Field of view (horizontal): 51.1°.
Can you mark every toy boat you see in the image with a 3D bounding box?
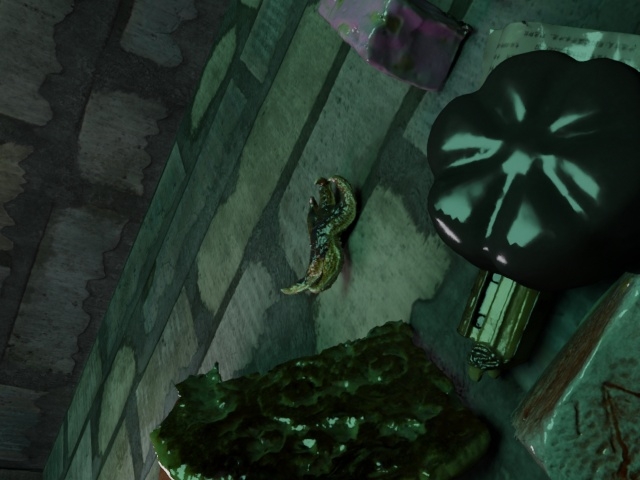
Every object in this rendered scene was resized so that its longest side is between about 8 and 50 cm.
[{"bbox_3d":[0.215,0.050,0.750,0.088,0.068,0.226,24,100,42],"label":"toy boat"}]

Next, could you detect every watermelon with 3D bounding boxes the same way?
[{"bbox_3d":[0.235,0.138,0.542,0.213,0.201,0.262,-59,26,9],"label":"watermelon"}]

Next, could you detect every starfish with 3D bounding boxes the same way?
[{"bbox_3d":[0.002,0.001,1.186,0.238,0.071,0.216,-94,27,-51],"label":"starfish"}]

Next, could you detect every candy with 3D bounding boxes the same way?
[{"bbox_3d":[0.109,-0.353,1.076,0.116,0.155,0.265,-63,29,25],"label":"candy"}]

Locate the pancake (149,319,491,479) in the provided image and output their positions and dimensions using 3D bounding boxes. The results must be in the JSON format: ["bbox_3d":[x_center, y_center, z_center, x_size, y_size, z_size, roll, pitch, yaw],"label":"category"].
[{"bbox_3d":[-0.016,0.236,0.853,0.305,0.426,0.067,-95,-10,-61],"label":"pancake"}]

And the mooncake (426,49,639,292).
[{"bbox_3d":[0.225,-0.070,0.661,0.244,0.133,0.245,-13,66,31],"label":"mooncake"}]

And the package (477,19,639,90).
[{"bbox_3d":[0.257,-0.155,0.803,0.251,0.062,0.204,29,105,55],"label":"package"}]

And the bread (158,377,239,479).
[{"bbox_3d":[-0.185,0.434,1.207,0.333,0.143,0.324,-32,48,52],"label":"bread"}]
